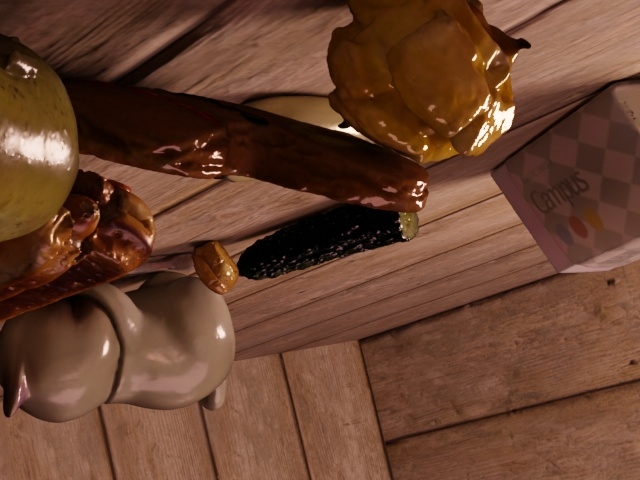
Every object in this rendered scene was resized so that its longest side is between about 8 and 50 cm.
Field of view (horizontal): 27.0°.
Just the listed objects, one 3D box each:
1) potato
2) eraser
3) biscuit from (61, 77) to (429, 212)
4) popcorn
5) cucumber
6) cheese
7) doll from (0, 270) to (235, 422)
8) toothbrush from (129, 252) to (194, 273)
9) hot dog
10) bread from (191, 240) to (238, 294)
[{"bbox_3d":[-0.258,-0.065,0.807,0.228,0.149,0.197,-7,-178,-32],"label":"potato"},{"bbox_3d":[0.365,-0.065,1.674,0.082,0.213,0.397,-34,177,-18],"label":"eraser"},{"bbox_3d":[-0.074,-0.077,1.002,0.262,0.052,0.277,19,-170,40],"label":"biscuit"},{"bbox_3d":[0.076,-0.124,0.984,0.152,0.148,0.167,-49,176,19],"label":"popcorn"},{"bbox_3d":[0.000,-0.002,1.857,0.300,0.072,0.072,-16,171,27],"label":"cucumber"},{"bbox_3d":[0.015,-0.105,1.294,0.251,0.054,0.127,-9,169,-35],"label":"cheese"},{"bbox_3d":[-0.290,0.150,1.940,0.370,0.226,0.215,2,-165,-30],"label":"doll"},{"bbox_3d":[-0.290,0.042,1.829,0.307,0.025,0.029,-6,176,-42],"label":"toothbrush"},{"bbox_3d":[-0.310,0.008,1.298,0.158,0.117,0.348,3,163,-45],"label":"hot dog"},{"bbox_3d":[-0.146,0.037,1.856,0.046,0.083,0.081,-36,134,7],"label":"bread"}]
